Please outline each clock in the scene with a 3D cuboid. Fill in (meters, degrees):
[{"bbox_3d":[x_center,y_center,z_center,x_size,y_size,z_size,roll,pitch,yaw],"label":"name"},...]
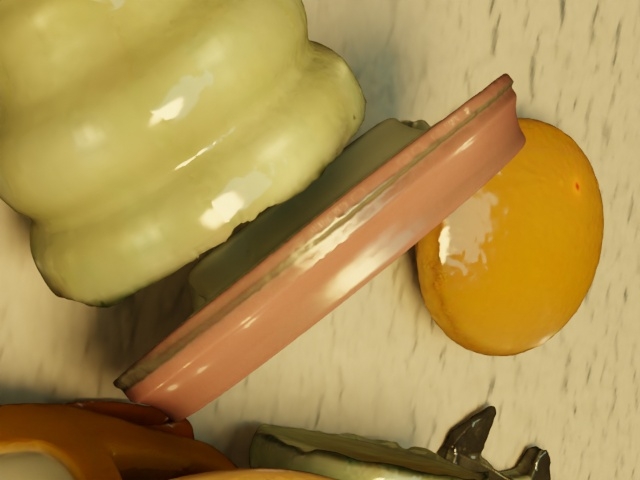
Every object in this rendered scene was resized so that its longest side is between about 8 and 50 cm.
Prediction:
[{"bbox_3d":[-0.001,-0.001,0.833,0.244,0.244,0.056,-40,92,-23],"label":"clock"}]

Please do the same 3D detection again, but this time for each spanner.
[{"bbox_3d":[0.025,0.222,1.011,0.316,0.024,0.087,-42,117,-20],"label":"spanner"}]

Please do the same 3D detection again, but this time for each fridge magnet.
[{"bbox_3d":[0.111,-0.002,1.006,0.143,0.063,0.143,-8,104,-34],"label":"fridge magnet"}]

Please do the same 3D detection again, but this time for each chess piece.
[{"bbox_3d":[0.003,0.231,0.926,0.133,0.133,0.243,13,89,-35],"label":"chess piece"},{"bbox_3d":[-0.132,-0.152,0.764,0.182,0.182,0.330,-40,112,-23],"label":"chess piece"}]

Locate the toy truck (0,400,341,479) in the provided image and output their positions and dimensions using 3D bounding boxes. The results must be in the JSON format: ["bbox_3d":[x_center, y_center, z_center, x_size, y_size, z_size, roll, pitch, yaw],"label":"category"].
[{"bbox_3d":[-0.117,0.183,0.794,0.288,0.211,0.204,3,95,-38],"label":"toy truck"}]
